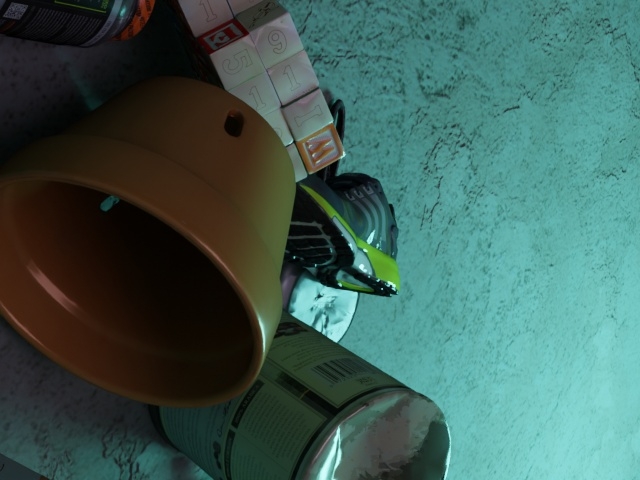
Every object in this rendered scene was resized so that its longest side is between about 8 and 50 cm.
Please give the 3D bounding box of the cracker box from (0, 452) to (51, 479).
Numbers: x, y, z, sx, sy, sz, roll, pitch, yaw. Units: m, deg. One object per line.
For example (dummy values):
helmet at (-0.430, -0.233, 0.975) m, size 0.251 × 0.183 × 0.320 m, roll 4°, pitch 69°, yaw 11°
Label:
cracker box at (-0.311, 0.250, 1.001) m, size 0.155 × 0.232 × 0.067 m, roll -56°, pitch 136°, yaw -23°

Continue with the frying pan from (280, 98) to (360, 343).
frying pan at (0.014, 0.014, 1.472) m, size 0.197 × 0.053 × 0.326 m, roll 39°, pitch 75°, yaw -49°

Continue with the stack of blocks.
stack of blocks at (-0.089, -0.212, 1.158) m, size 0.087 × 0.171 × 0.297 m, roll -28°, pitch 127°, yaw -7°

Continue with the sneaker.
sneaker at (0.014, -0.028, 1.337) m, size 0.300 × 0.111 × 0.121 m, roll 43°, pitch 51°, yaw -64°

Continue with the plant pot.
plant pot at (-0.151, -0.016, 1.101) m, size 0.203 × 0.291 × 0.291 m, roll -64°, pitch 143°, yaw -40°

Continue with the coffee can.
coffee can at (-0.028, 0.196, 1.264) m, size 0.202 × 0.275 × 0.201 m, roll -17°, pitch 119°, yaw -33°

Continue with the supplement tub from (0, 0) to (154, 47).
supplement tub at (-0.241, -0.230, 1.027) m, size 0.190 × 0.117 × 0.117 m, roll 2°, pitch 100°, yaw -51°
